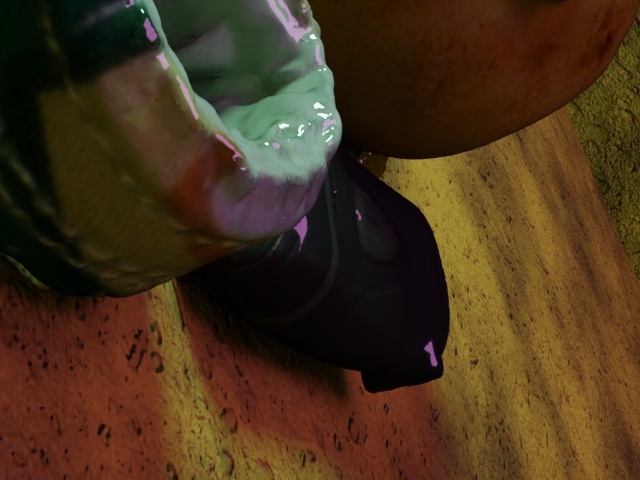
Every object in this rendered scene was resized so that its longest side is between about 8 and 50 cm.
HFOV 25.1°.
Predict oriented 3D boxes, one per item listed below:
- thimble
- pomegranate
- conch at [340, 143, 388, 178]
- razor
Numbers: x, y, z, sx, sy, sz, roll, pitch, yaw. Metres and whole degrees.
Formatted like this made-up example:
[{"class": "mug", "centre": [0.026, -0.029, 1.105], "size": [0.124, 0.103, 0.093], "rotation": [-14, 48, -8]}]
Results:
[{"class": "thimble", "centre": [-0.111, -0.104, 0.873], "size": [0.288, 0.167, 0.254], "rotation": [-17, 86, -67]}, {"class": "pomegranate", "centre": [0.102, -0.273, 1.284], "size": [0.417, 0.416, 0.417], "rotation": [55, 23, -38]}, {"class": "conch", "centre": [0.017, -0.086, 1.420], "size": [0.095, 0.079, 0.201], "rotation": [51, 28, 0]}, {"class": "razor", "centre": [-0.002, 0.000, 1.191], "size": [0.349, 0.113, 0.204], "rotation": [38, 38, -57]}]
